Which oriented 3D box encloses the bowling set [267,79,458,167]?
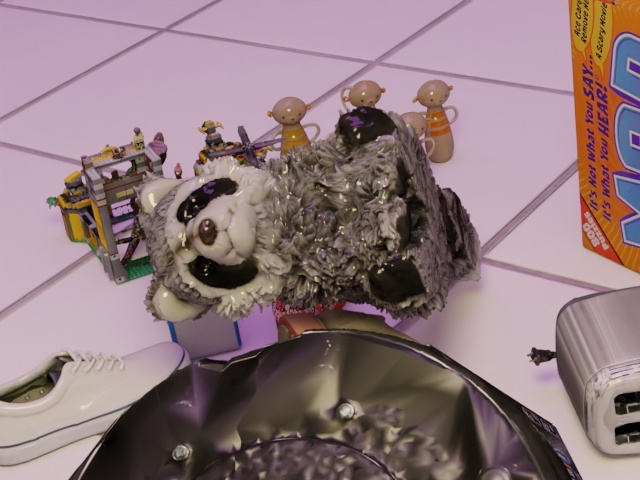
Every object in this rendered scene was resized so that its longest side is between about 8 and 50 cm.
[{"bbox_3d":[0.089,-0.130,1.922,0.287,0.154,0.200,-17,30,-13],"label":"bowling set"}]

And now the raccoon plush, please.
[{"bbox_3d":[-0.006,0.029,1.533,0.299,0.446,0.216,-12,64,17],"label":"raccoon plush"}]

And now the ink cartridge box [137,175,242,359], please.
[{"bbox_3d":[-0.165,0.032,1.711,0.086,0.148,0.203,-15,29,-7],"label":"ink cartridge box"}]

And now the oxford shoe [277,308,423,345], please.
[{"bbox_3d":[0.083,0.168,1.422,0.146,0.140,0.397,-12,30,-18],"label":"oxford shoe"}]

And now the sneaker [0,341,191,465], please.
[{"bbox_3d":[-0.265,0.165,1.559,0.258,0.091,0.094,-25,33,-26],"label":"sneaker"}]

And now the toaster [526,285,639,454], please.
[{"bbox_3d":[0.339,0.132,1.423,0.227,0.129,0.146,-7,31,0],"label":"toaster"}]

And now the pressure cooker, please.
[{"bbox_3d":[0.042,0.299,0.944,0.375,0.420,0.370,-25,55,4],"label":"pressure cooker"}]

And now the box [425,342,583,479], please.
[{"bbox_3d":[0.176,0.202,1.309,0.045,0.184,0.190,-47,25,15],"label":"box"}]

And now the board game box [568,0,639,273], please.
[{"bbox_3d":[0.552,-0.152,1.629,0.356,0.356,0.356,-26,33,-27],"label":"board game box"}]

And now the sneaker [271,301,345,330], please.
[{"bbox_3d":[0.001,0.000,1.725,0.090,0.145,0.270,1,31,17],"label":"sneaker"}]

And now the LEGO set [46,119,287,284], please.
[{"bbox_3d":[-0.219,-0.098,1.909,0.331,0.192,0.255,-14,30,-11],"label":"LEGO set"}]
